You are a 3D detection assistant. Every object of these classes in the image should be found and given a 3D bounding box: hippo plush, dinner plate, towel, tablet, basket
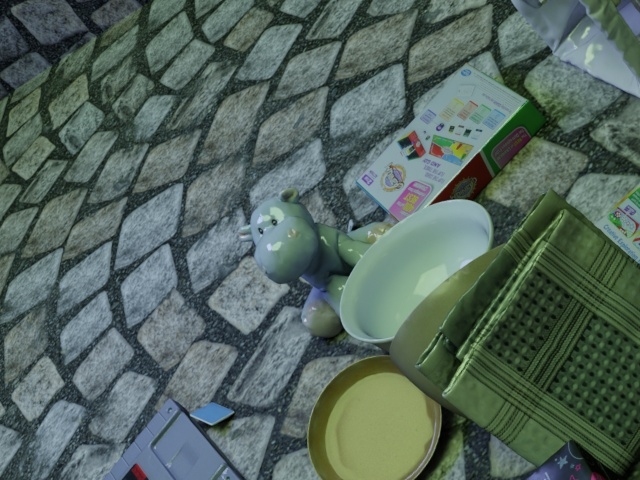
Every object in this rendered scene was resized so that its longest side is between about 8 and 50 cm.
[{"bbox_3d":[0.000,0.000,2.215,0.234,0.236,0.294,-35,35,21],"label":"hippo plush"},{"bbox_3d":[0.099,0.313,1.952,0.141,0.017,0.141,-15,59,27],"label":"dinner plate"},{"bbox_3d":[0.329,0.142,1.617,0.312,0.324,0.056,-53,6,-7],"label":"towel"},{"bbox_3d":[-0.203,0.326,2.308,0.054,0.006,0.083,-27,22,-31],"label":"tablet"},{"bbox_3d":[0.484,-0.453,2.036,0.266,0.328,0.331,-45,32,2],"label":"basket"}]

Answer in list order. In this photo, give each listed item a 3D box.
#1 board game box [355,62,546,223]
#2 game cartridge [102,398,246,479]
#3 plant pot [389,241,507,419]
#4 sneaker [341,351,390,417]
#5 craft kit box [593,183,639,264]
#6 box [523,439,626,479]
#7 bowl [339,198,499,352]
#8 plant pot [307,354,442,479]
[{"bbox_3d":[0.233,-0.163,2.270,0.316,0.064,0.242,-46,32,4],"label":"board game box"},{"bbox_3d":[-0.274,0.453,2.236,0.230,0.068,0.355,-47,32,-6],"label":"game cartridge"},{"bbox_3d":[0.267,0.159,1.748,0.284,0.284,0.191,-41,65,11],"label":"plant pot"},{"bbox_3d":[0.090,0.251,2.019,0.089,0.051,0.170,-16,41,47],"label":"sneaker"},{"bbox_3d":[0.520,-0.005,1.777,0.246,0.061,0.250,-45,33,11],"label":"craft kit box"},{"bbox_3d":[0.340,0.394,1.471,0.142,0.163,0.247,-43,32,15],"label":"box"},{"bbox_3d":[0.187,0.085,1.988,0.298,0.134,0.298,-32,29,20],"label":"bowl"},{"bbox_3d":[0.089,0.297,1.936,0.236,0.032,0.236,-14,59,25],"label":"plant pot"}]
